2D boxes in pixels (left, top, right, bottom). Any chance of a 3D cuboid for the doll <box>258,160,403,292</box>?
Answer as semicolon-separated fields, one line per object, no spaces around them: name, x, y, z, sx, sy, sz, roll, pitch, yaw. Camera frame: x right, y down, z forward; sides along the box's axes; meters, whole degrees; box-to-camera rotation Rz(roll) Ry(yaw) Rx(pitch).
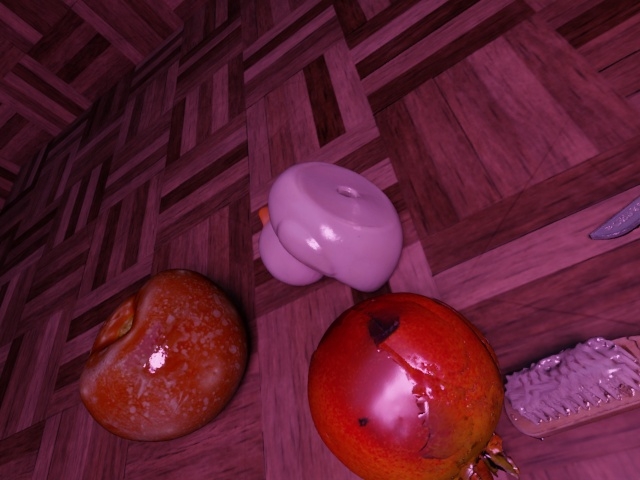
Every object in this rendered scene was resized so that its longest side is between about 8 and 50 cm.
doll;0.000;0.000;0.669;0.251;0.221;0.221;34;85;18

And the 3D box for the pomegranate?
pomegranate;0.097;0.169;0.454;0.210;0.210;0.235;-42;69;8

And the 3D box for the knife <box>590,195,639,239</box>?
knife;0.412;-0.067;0.489;0.210;0.015;0.028;-43;52;9

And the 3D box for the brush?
brush;0.310;0.100;0.379;0.327;0.065;0.070;-37;38;31

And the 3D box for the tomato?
tomato;-0.240;0.191;0.689;0.270;0.222;0.270;-37;26;22
